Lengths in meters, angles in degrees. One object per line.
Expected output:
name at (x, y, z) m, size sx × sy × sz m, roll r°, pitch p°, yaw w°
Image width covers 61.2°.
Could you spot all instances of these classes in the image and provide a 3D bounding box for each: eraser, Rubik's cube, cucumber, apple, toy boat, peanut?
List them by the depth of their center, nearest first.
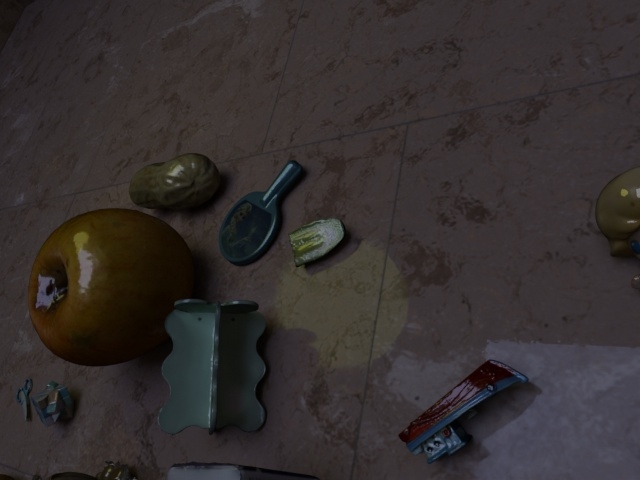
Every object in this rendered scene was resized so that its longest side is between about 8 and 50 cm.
toy boat at (0.175, 0.210, 0.663) m, size 0.173 × 0.069 × 0.058 m, roll -43°, pitch 67°, yaw 11°
eraser at (-0.079, 0.327, 0.688) m, size 0.125 × 0.210 × 0.067 m, roll -16°, pitch 58°, yaw 30°
cucumber at (0.000, 0.000, 0.937) m, size 0.108 × 0.035 × 0.067 m, roll -22°, pitch 72°, yaw 24°
apple at (-0.386, 0.086, 1.033) m, size 0.299 × 0.275 × 0.298 m, roll -9°, pitch 73°, yaw 33°
Rubik's cube at (-0.554, 0.343, 1.138) m, size 0.084 × 0.075 × 0.073 m, roll 16°, pitch 31°, yaw 42°
peanut at (-0.335, -0.122, 1.205) m, size 0.257 × 0.124 × 0.123 m, roll -7°, pitch 61°, yaw 34°

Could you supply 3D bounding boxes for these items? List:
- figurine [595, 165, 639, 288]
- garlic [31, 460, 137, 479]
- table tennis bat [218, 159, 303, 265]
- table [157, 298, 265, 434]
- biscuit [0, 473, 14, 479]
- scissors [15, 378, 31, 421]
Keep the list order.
figurine at (0.387, 0.008, 0.602) m, size 0.108 × 0.114 × 0.195 m, roll -14°, pitch 66°, yaw 3°
garlic at (-0.400, 0.430, 0.897) m, size 0.207 × 0.207 × 0.256 m, roll 34°, pitch 125°, yaw 44°
table tennis bat at (-0.116, -0.058, 1.060) m, size 0.237 × 0.038 × 0.149 m, roll -51°, pitch 46°, yaw 6°
table at (-0.171, 0.209, 0.875) m, size 0.167 × 0.167 × 0.198 m, roll -15°, pitch 65°, yaw 30°
biscuit at (-0.688, 0.614, 1.078) m, size 0.296 × 0.075 × 0.295 m, roll -19°, pitch 55°, yaw 28°
scissors at (-0.685, 0.374, 1.255) m, size 0.058 × 0.014 × 0.119 m, roll -50°, pitch 43°, yaw 3°
